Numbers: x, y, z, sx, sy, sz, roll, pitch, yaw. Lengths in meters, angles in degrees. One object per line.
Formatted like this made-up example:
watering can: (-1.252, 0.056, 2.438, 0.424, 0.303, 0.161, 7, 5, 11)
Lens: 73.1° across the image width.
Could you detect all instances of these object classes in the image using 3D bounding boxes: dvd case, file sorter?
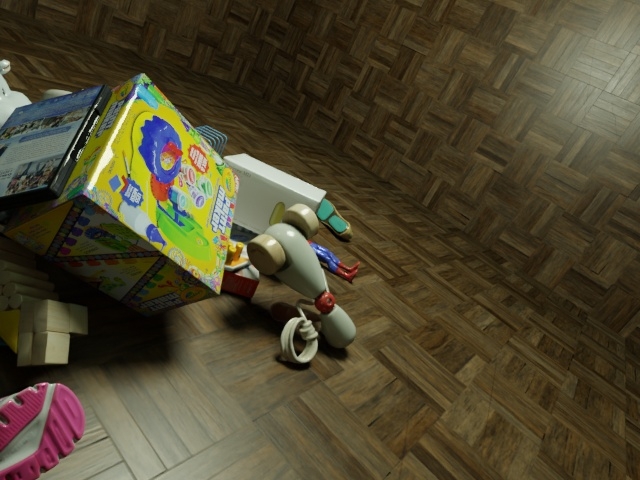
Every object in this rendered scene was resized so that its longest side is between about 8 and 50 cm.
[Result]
dvd case: (-0.431, -0.141, 0.651, 0.180, 0.022, 0.253, -10, 50, 10)
file sorter: (-0.444, -0.362, 1.632, 0.118, 0.105, 0.170, 27, 22, -1)

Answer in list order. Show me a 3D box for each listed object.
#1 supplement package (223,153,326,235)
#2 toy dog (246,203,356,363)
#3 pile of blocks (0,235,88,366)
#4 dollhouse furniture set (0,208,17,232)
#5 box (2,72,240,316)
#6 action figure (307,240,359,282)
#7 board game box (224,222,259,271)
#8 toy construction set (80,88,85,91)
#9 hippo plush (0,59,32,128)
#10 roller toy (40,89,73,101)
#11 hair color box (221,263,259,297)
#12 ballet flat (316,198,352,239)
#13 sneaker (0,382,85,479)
supplement package: (-0.136, -0.109, 1.153, 0.261, 0.145, 0.204, 24, 14, -1)
toy dog: (-0.057, 0.092, 0.962, 0.220, 0.334, 0.161, -14, 2, -38)
pile of blocks: (-0.481, 0.069, 0.644, 0.362, 0.149, 0.113, 43, -7, 18)
dollhouse furniture set: (-0.543, -0.060, 0.863, 0.128, 0.129, 0.183, 25, -8, -9)
box: (-0.309, -0.070, 0.757, 0.279, 0.176, 0.290, 50, 31, -44)
action figure: (0.000, 0.000, 1.315, 0.280, 0.139, 0.091, 26, 20, 1)
board game box: (-0.295, -0.067, 1.135, 0.389, 0.050, 0.390, 29, 15, 12)
toy construction set: (-0.602, -0.314, 1.303, 0.215, 0.151, 0.328, -4, 48, -53)
hippo plush: (-0.647, -0.245, 0.815, 0.294, 0.236, 0.234, 53, 23, -24)
roller toy: (-0.588, -0.280, 1.061, 0.191, 0.146, 0.209, 11, -2, 32)
hair color box: (-0.227, 0.066, 0.994, 0.167, 0.053, 0.093, 19, 21, -18)
ballet flat: (0.047, -0.077, 1.648, 0.073, 0.080, 0.232, 46, 5, -47)
sneaker: (-0.362, 0.238, 0.407, 0.252, 0.111, 0.103, -32, 100, -47)
